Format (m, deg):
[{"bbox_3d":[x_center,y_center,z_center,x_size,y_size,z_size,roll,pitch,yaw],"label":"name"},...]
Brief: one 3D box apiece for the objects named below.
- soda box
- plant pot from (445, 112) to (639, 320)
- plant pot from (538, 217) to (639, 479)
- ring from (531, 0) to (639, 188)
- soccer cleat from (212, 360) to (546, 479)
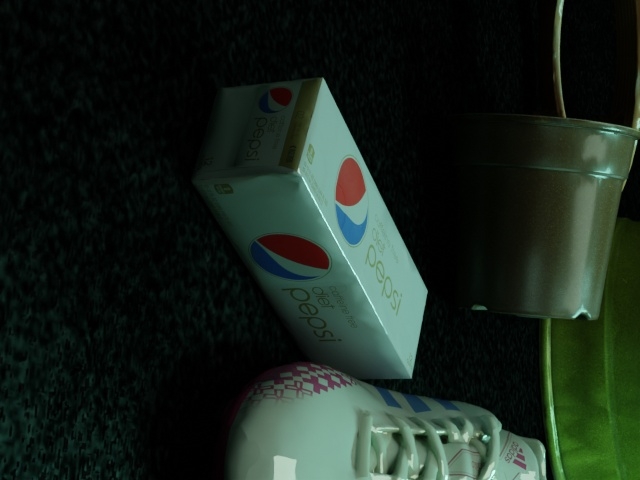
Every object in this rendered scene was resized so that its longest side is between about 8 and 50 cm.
[{"bbox_3d":[0.000,0.000,0.852,0.216,0.069,0.074,60,34,-47],"label":"soda box"},{"bbox_3d":[0.182,-0.018,1.197,0.167,0.167,0.165,6,90,-67],"label":"plant pot"},{"bbox_3d":[0.463,0.139,1.582,0.366,0.353,0.366,-3,90,-67],"label":"plant pot"},{"bbox_3d":[0.252,-0.186,1.371,0.336,0.032,0.336,177,-90,-84],"label":"ring"},{"bbox_3d":[0.052,0.135,0.861,0.331,0.143,0.116,19,69,-66],"label":"soccer cleat"}]
